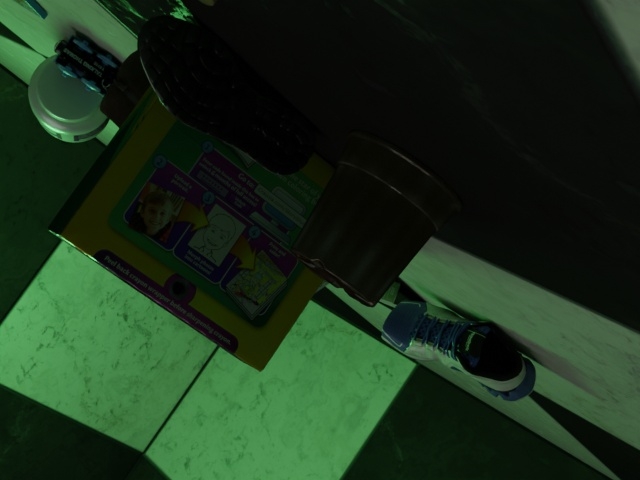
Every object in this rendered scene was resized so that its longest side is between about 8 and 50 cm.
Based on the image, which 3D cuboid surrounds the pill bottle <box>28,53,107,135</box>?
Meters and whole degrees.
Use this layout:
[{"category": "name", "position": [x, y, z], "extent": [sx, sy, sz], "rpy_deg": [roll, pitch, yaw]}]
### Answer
[{"category": "pill bottle", "position": [-0.510, -0.295, 2.033], "extent": [0.169, 0.169, 0.301], "rpy_deg": [36, 173, -12]}]

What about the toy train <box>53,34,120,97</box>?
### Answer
[{"category": "toy train", "position": [-0.412, -0.311, 1.846], "extent": [0.184, 0.080, 0.105], "rpy_deg": [34, -177, -12]}]

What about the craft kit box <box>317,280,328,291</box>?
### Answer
[{"category": "craft kit box", "position": [-0.067, 0.026, 1.816], "extent": [0.250, 0.247, 0.061], "rpy_deg": [27, 147, 51]}]

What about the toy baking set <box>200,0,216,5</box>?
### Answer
[{"category": "toy baking set", "position": [-0.181, -0.308, 0.934], "extent": [0.197, 0.030, 0.256], "rpy_deg": [28, 171, 29]}]

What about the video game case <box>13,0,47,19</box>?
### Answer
[{"category": "video game case", "position": [-0.587, -0.472, 1.808], "extent": [0.166, 0.015, 0.119], "rpy_deg": [32, 173, 20]}]

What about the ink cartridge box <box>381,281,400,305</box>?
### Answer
[{"category": "ink cartridge box", "position": [0.147, 0.117, 2.234], "extent": [0.235, 0.056, 0.171], "rpy_deg": [20, 177, -12]}]

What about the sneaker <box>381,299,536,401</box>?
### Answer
[{"category": "sneaker", "position": [0.272, 0.193, 1.929], "extent": [0.316, 0.127, 0.182], "rpy_deg": [25, 167, 21]}]

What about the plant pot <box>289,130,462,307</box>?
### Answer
[{"category": "plant pot", "position": [0.058, -0.019, 1.204], "extent": [0.167, 0.165, 0.167], "rpy_deg": [35, 173, 5]}]

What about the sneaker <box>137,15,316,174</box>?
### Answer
[{"category": "sneaker", "position": [-0.140, -0.186, 1.281], "extent": [0.283, 0.107, 0.124], "rpy_deg": [40, 178, -37]}]

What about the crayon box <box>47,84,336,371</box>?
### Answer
[{"category": "crayon box", "position": [-0.150, -0.038, 1.442], "extent": [0.363, 0.313, 0.106], "rpy_deg": [38, 169, -23]}]

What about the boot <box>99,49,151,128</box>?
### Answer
[{"category": "boot", "position": [-0.270, -0.152, 1.551], "extent": [0.207, 0.248, 0.090], "rpy_deg": [34, -172, 24]}]
